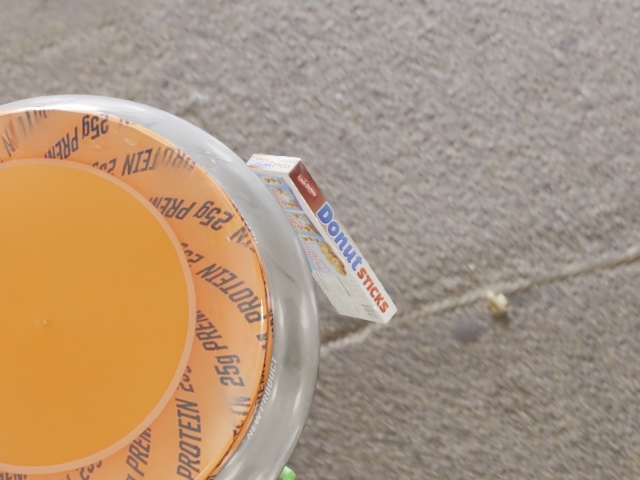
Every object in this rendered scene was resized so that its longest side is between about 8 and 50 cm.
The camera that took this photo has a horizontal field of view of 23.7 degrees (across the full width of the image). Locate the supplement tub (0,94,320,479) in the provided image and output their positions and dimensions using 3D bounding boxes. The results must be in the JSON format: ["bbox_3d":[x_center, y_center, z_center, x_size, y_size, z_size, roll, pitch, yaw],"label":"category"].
[{"bbox_3d":[-0.098,0.049,0.666,0.193,0.316,0.194,0,83,-2],"label":"supplement tub"}]

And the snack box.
[{"bbox_3d":[0.000,0.000,1.307,0.064,0.178,0.022,11,52,49],"label":"snack box"}]

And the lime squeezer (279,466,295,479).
[{"bbox_3d":[-0.166,0.179,1.371,0.310,0.059,0.110,-9,39,19],"label":"lime squeezer"}]
